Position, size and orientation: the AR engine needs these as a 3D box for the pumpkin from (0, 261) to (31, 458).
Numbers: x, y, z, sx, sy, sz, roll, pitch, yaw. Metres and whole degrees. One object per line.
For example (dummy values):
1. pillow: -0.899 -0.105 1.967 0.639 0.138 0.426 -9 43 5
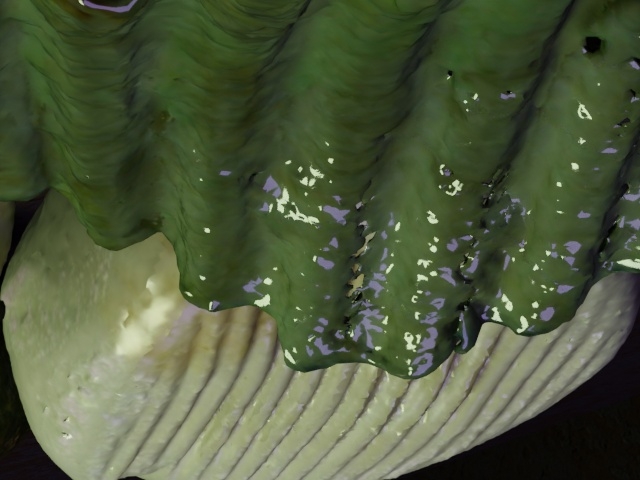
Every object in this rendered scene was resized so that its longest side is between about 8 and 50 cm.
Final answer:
1. pumpkin: -0.288 0.087 1.257 0.238 0.159 0.238 -21 -173 3

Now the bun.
1. bun: 0.000 0.000 1.070 0.365 0.219 0.365 -13 149 -8

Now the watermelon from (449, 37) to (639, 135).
1. watermelon: 0.152 -0.137 0.777 0.302 0.151 0.264 3 158 -5

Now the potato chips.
1. potato chips: -0.005 -0.044 0.682 0.373 0.097 0.389 -6 160 18

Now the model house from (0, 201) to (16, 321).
1. model house: -0.317 -0.010 0.812 0.266 0.261 0.321 8 154 18
